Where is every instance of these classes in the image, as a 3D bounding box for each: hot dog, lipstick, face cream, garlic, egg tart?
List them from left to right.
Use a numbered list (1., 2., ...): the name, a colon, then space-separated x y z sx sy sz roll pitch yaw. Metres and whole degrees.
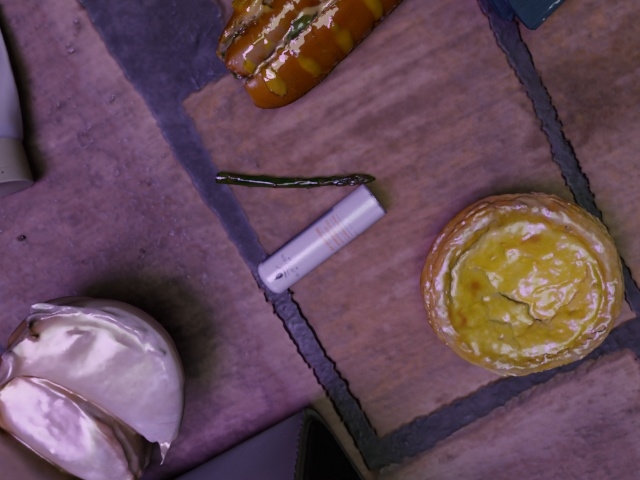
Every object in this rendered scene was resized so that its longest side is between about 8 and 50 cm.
1. face cream: -0.352 -0.153 0.601 0.114 0.070 0.224 -18 90 5
2. garlic: -0.248 0.189 0.601 0.203 0.184 0.281 38 78 -13
3. lipstick: 0.000 0.000 0.620 0.141 0.040 0.040 -38 97 9
4. hot dog: 0.013 -0.239 0.564 0.115 0.072 0.269 45 99 2
5. egg tart: 0.192 0.039 0.603 0.191 0.074 0.191 1 100 3

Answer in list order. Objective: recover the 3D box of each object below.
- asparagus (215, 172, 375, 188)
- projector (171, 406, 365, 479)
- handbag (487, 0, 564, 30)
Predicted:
1. asparagus: -0.025 -0.060 0.623 0.162 0.016 0.016 1 81 3
2. projector: -0.057 0.345 0.578 0.249 0.248 0.249 -30 98 7
3. handbag: 0.151 -0.345 0.455 0.238 0.089 0.326 -46 127 12
